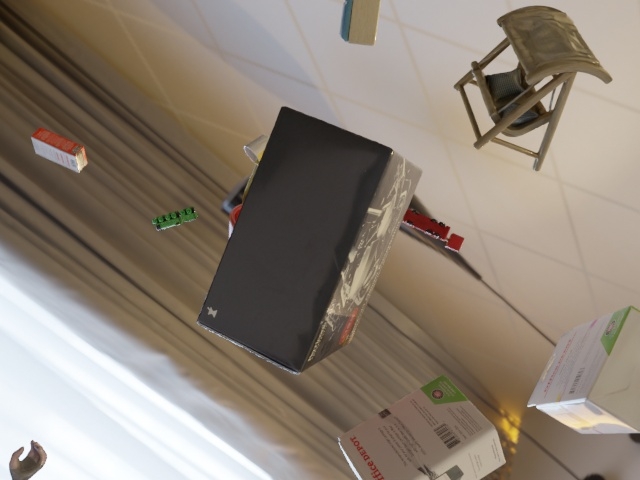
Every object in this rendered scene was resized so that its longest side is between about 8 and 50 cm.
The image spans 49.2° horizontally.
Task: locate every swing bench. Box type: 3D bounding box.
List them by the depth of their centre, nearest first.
[{"bbox_3d":[0.428,-0.332,1.452,0.253,0.165,0.255,-94,-153,-48],"label":"swing bench"}]

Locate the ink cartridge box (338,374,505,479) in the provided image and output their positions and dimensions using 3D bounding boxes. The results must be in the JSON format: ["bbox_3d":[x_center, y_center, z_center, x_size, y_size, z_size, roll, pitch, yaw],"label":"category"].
[{"bbox_3d":[0.203,0.430,1.432,0.272,0.115,0.198,-29,-148,-10],"label":"ink cartridge box"}]

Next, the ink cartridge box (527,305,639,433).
[{"bbox_3d":[0.562,0.276,1.420,0.207,0.119,0.353,-58,174,-14],"label":"ink cartridge box"}]

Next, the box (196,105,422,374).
[{"bbox_3d":[0.000,0.000,1.111,0.343,0.178,0.312,-68,165,7],"label":"box"}]

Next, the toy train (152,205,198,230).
[{"bbox_3d":[-0.239,-0.035,1.147,0.083,0.024,0.017,-15,-166,20],"label":"toy train"}]

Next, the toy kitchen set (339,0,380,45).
[{"bbox_3d":[-0.007,-0.346,0.953,0.207,0.166,0.122,-93,-171,-69],"label":"toy kitchen set"}]

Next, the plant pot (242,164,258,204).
[{"bbox_3d":[-0.111,-0.069,1.884,0.212,0.187,0.212,127,-27,-60],"label":"plant pot"}]

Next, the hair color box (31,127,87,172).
[{"bbox_3d":[-0.712,-0.246,1.904,0.043,0.141,0.072,-59,170,-34],"label":"hair color box"}]

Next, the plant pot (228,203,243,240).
[{"bbox_3d":[-0.087,0.073,1.566,0.275,0.274,0.243,-86,-171,-68],"label":"plant pot"}]

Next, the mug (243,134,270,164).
[{"bbox_3d":[-0.143,-0.223,1.732,0.064,0.078,0.062,-44,-145,-15],"label":"mug"}]

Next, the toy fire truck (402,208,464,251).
[{"bbox_3d":[0.337,-0.031,2.092,0.047,0.192,0.135,-65,171,-4],"label":"toy fire truck"}]

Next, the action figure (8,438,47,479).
[{"bbox_3d":[-0.395,0.414,0.786,0.248,0.276,0.370,-14,-162,-36],"label":"action figure"}]
